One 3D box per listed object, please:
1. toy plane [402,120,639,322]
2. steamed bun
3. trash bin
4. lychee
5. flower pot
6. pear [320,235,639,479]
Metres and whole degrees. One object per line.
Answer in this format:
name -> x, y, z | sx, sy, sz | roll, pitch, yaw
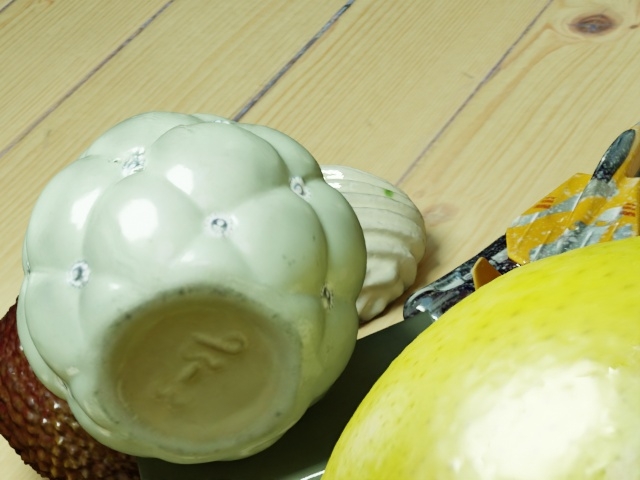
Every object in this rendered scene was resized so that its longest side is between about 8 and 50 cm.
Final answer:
toy plane -> 0.217, -0.003, 1.603 | 0.204, 0.103, 0.316 | 6, 31, 31
steamed bun -> 0.000, 0.000, 1.691 | 0.183, 0.106, 0.183 | -14, 30, 8
trash bin -> -0.001, 0.169, 1.405 | 0.240, 0.122, 0.164 | -20, 30, 0
lychee -> -0.173, 0.108, 1.527 | 0.194, 0.194, 0.194 | -13, 31, 8
flower pot -> -0.088, 0.033, 1.335 | 0.246, 0.246, 0.195 | -15, 35, 3
pear -> 0.183, 0.176, 1.072 | 0.418, 0.362, 0.362 | -35, 29, 11
